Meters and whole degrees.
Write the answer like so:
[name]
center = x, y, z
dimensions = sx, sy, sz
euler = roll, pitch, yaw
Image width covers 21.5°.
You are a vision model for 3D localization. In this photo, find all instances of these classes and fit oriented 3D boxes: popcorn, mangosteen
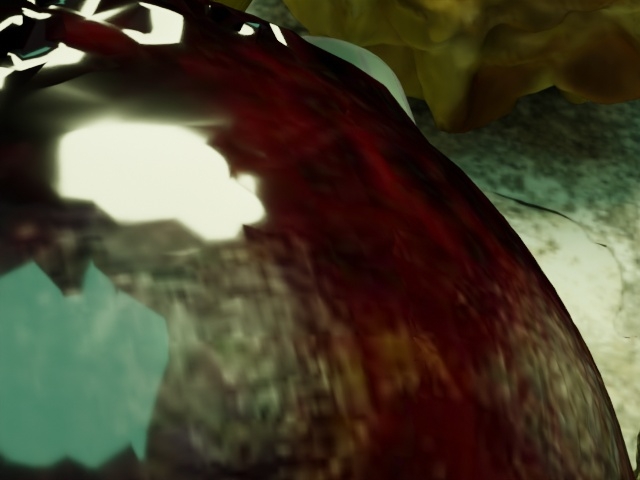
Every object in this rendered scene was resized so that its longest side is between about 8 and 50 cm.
[popcorn]
center = 0.087, -0.207, 0.959
dimensions = 0.265, 0.225, 0.332
euler = -30, 72, 0
[mangosteen]
center = -0.115, 0.126, 0.488
dimensions = 0.381, 0.381, 0.421
euler = 26, 76, 12

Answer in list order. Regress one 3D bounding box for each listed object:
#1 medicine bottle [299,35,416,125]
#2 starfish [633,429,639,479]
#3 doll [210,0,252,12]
[medicine bottle]
center = 0.000, 0.000, 0.799
dimensions = 0.135, 0.135, 0.168
euler = -3, 49, -16
[starfish]
center = 0.122, 0.172, 0.626
dimensions = 0.048, 0.231, 0.295
euler = 2, 63, 17
[doll]
center = -0.117, -0.121, 0.754
dimensions = 0.348, 0.423, 0.161
euler = -21, 95, -47
